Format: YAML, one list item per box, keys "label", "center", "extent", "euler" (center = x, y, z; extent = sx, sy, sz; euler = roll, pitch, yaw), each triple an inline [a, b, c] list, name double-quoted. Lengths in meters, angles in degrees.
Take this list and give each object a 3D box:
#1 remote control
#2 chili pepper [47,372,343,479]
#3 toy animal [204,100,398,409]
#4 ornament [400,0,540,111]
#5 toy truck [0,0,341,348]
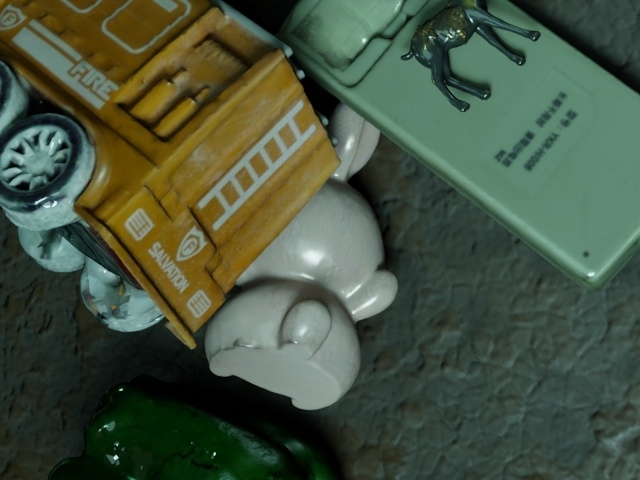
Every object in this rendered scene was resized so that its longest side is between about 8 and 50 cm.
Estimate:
- label: "remote control"
  center: [0.103, -0.094, 1.147]
  extent: [0.285, 0.038, 0.123]
  euler: [37, 87, 19]
- label: "chili pepper"
  center: [-0.057, 0.202, 1.213]
  extent: [0.261, 0.174, 0.165]
  euler: [29, 83, 21]
- label: "toy animal"
  center: [0.000, 0.001, 1.201]
  extent: [0.124, 0.124, 0.212]
  euler: [6, 67, 25]
- label: "ornament"
  center: [0.074, -0.144, 1.132]
  extent: [0.073, 0.028, 0.125]
  euler: [-43, 73, -1]
- label: "toy truck"
  center: [-0.177, -0.120, 1.178]
  extent: [0.207, 0.173, 0.387]
  euler: [-45, 58, -10]
